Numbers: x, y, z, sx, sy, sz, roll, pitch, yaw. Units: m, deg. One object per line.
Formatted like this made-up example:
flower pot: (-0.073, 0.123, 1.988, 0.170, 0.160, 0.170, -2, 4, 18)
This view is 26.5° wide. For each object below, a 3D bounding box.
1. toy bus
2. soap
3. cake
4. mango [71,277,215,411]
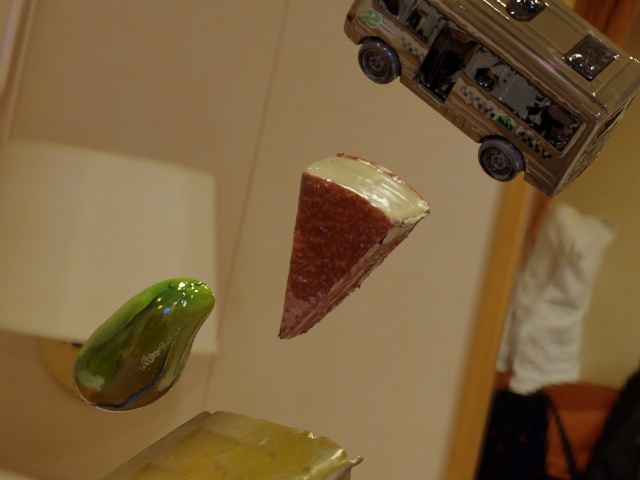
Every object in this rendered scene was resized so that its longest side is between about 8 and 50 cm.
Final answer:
toy bus: (0.173, -0.190, 1.371, 0.289, 0.157, 0.139, 41, 49, 12)
soap: (-0.141, 0.310, 1.270, 0.335, 0.156, 0.293, -33, 21, -27)
cake: (0.000, 0.000, 1.894, 0.159, 0.262, 0.158, 47, 23, 8)
mango: (-0.228, 0.140, 1.782, 0.125, 0.233, 0.111, 45, 16, -25)
